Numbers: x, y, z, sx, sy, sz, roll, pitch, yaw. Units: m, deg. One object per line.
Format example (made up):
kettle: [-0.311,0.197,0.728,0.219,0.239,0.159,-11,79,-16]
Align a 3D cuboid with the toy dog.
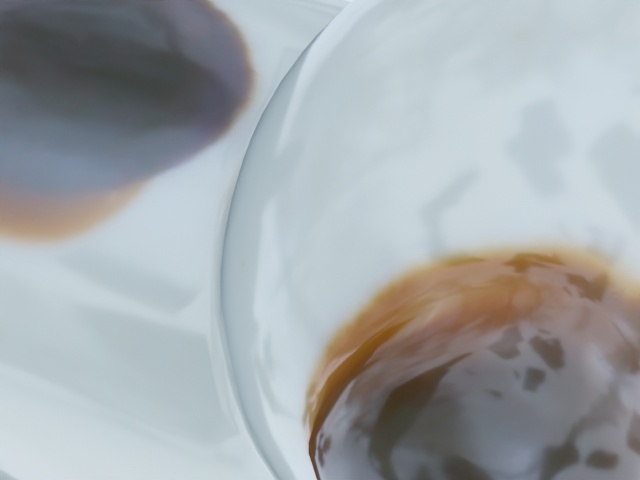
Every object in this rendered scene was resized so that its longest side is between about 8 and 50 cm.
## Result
toy dog: [0.000,0.000,0.622,0.408,0.395,0.284,1,40,44]
